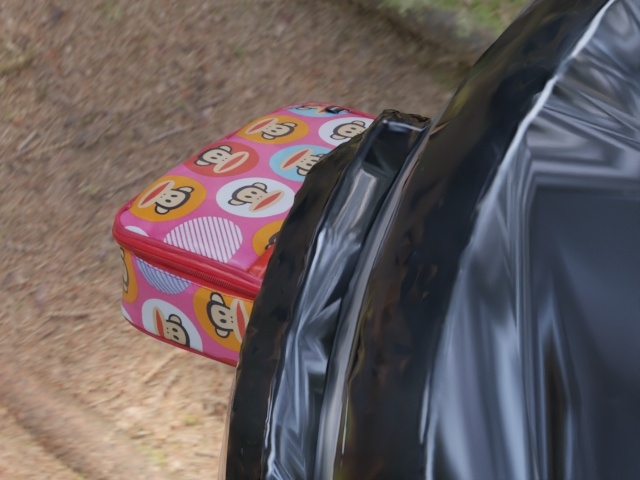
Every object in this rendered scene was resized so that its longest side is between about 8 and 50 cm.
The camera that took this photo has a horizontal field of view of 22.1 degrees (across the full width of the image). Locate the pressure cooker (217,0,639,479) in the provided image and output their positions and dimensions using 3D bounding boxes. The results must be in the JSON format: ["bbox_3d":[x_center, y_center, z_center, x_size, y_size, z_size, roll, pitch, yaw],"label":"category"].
[{"bbox_3d":[0.157,0.100,0.545,0.370,0.420,0.375,-30,85,-11],"label":"pressure cooker"}]

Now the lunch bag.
[{"bbox_3d":[0.000,0.000,1.360,0.293,0.258,0.120,-37,136,-43],"label":"lunch bag"}]
